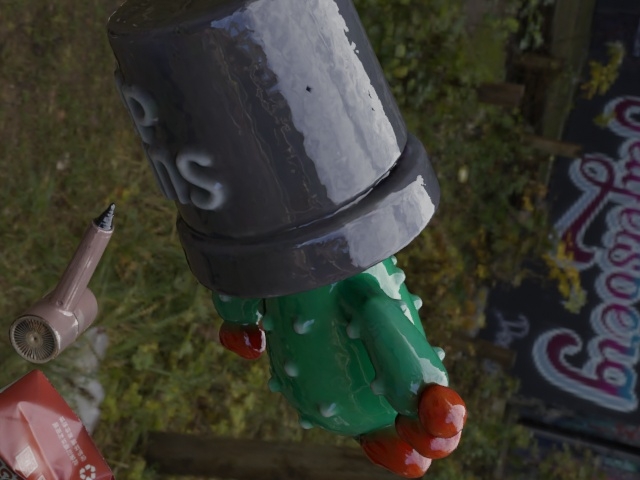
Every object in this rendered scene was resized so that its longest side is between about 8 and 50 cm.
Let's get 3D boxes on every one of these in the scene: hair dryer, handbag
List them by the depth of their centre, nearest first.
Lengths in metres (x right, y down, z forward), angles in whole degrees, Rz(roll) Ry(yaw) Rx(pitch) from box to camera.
[{"bbox_3d":[-0.396,0.357,1.337,0.171,0.298,0.151,-44,174,37],"label":"handbag"},{"bbox_3d":[-0.453,0.064,1.773,0.344,0.107,0.189,-56,180,23],"label":"hair dryer"}]

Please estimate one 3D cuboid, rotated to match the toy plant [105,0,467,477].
[{"bbox_3d":[-0.011,-0.001,0.675,0.185,0.279,0.400,-51,130,-41],"label":"toy plant"}]
